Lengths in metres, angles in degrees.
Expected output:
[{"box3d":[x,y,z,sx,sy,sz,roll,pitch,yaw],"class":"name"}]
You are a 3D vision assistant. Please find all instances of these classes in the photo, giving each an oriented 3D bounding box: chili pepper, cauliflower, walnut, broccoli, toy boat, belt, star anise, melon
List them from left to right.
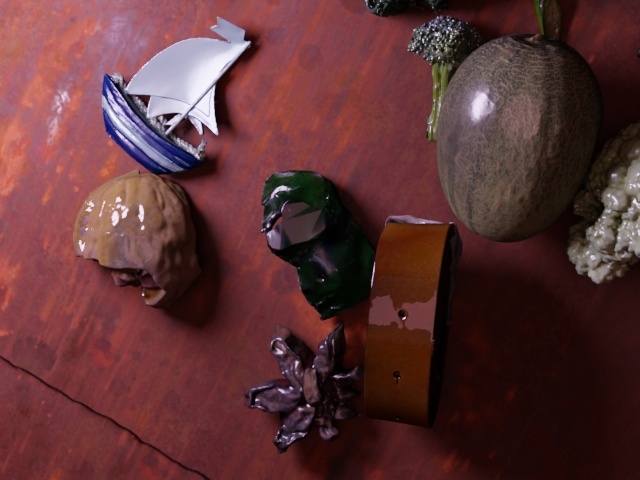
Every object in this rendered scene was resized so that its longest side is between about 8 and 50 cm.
[{"box3d":[-0.306,-0.008,1.775,0.238,0.141,0.204,35,97,0],"class":"walnut"},{"box3d":[-0.229,-0.230,1.767,0.292,0.070,0.210,-24,95,9],"class":"toy boat"},{"box3d":[-0.029,0.248,1.790,0.214,0.099,0.220,-16,95,1],"class":"star anise"},{"box3d":[-0.002,-0.002,1.739,0.148,0.116,0.264,-28,94,8],"class":"chili pepper"},{"box3d":[0.149,0.132,1.687,0.122,0.217,0.338,7,103,14],"class":"belt"},{"box3d":[0.201,-0.259,1.693,0.118,0.122,0.204,11,114,22],"class":"broccoli"},{"box3d":[0.298,-0.156,1.603,0.249,0.248,0.329,14,115,6],"class":"melon"},{"box3d":[0.530,-0.046,1.581,0.281,0.260,0.327,41,123,6],"class":"cauliflower"}]

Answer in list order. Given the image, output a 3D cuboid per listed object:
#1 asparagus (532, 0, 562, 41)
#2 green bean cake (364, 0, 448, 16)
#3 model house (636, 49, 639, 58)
[{"box3d":[0.355,-0.389,1.669,0.045,0.041,0.178,-15,97,19],"class":"asparagus"},{"box3d":[0.191,-0.426,1.657,0.208,0.107,0.193,18,99,4],"class":"green bean cake"},{"box3d":[0.602,-0.267,1.630,0.165,0.106,0.152,-14,111,46],"class":"model house"}]
